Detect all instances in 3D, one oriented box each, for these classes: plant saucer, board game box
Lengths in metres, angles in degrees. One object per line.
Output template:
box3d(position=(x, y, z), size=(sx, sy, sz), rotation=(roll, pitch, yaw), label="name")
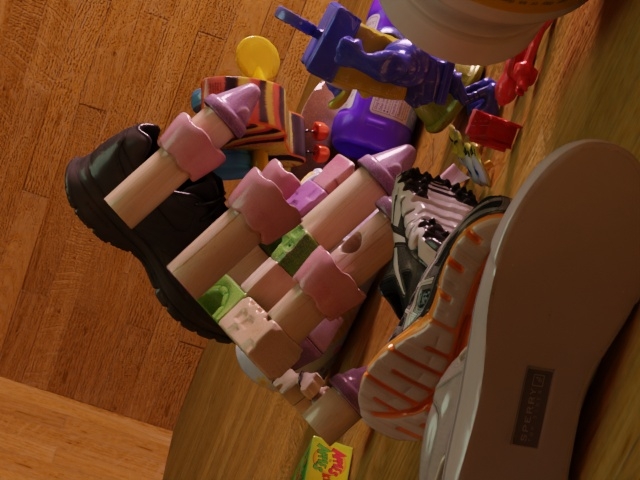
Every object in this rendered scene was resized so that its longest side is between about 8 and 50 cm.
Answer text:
box3d(position=(0.030, -0.103, 2.134), size=(0.198, 0.036, 0.199), rotation=(-27, -58, -53), label="plant saucer")
box3d(position=(-0.021, 0.286, 1.780), size=(0.092, 0.043, 0.181), rotation=(-79, 9, -45), label="board game box")

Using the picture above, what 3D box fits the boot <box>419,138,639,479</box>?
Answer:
box3d(position=(0.113, 0.062, 1.057), size=(0.123, 0.095, 0.258), rotation=(-148, 76, -76), label="boot")

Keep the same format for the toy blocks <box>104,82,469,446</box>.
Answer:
box3d(position=(0.000, 0.000, 1.748), size=(0.260, 0.309, 0.288), rotation=(-43, 28, -5), label="toy blocks")

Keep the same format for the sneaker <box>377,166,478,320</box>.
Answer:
box3d(position=(0.086, 0.013, 1.502), size=(0.234, 0.078, 0.106), rotation=(-96, 28, -70), label="sneaker")

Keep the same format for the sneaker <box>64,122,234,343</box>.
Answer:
box3d(position=(-0.136, -0.004, 1.895), size=(0.130, 0.286, 0.109), rotation=(-37, 21, 25), label="sneaker")

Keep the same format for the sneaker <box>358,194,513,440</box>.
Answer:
box3d(position=(0.098, 0.059, 1.307), size=(0.215, 0.084, 0.083), rotation=(-58, 9, 27), label="sneaker")

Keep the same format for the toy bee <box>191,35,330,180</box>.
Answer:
box3d(position=(-0.065, -0.128, 1.978), size=(0.298, 0.162, 0.195), rotation=(-131, 40, -77), label="toy bee")

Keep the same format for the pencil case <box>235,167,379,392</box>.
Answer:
box3d(position=(-0.011, 0.049, 1.999), size=(0.113, 0.124, 0.273), rotation=(-18, -37, -38), label="pencil case")

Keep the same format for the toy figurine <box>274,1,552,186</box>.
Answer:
box3d(position=(0.066, -0.191, 1.628), size=(0.362, 0.217, 0.191), rotation=(-105, 34, -77), label="toy figurine")

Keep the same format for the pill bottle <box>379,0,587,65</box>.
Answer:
box3d(position=(0.151, -0.275, 1.276), size=(0.334, 0.187, 0.188), rotation=(118, 169, -56), label="pill bottle")

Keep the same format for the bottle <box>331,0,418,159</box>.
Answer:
box3d(position=(0.093, -0.229, 2.048), size=(0.118, 0.092, 0.283), rotation=(110, 178, -80), label="bottle")
